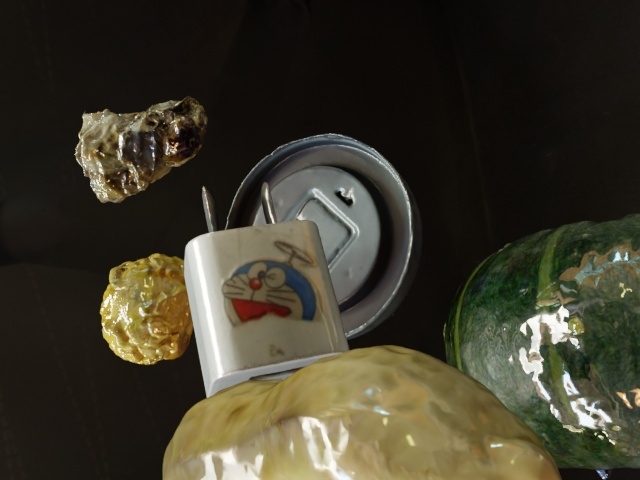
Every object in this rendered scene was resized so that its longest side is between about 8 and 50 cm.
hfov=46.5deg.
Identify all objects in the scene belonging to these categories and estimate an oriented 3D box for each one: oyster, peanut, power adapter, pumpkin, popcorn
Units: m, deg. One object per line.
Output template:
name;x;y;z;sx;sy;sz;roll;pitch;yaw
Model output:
oyster;-0.285;-0.161;1.242;0.232;0.107;0.162;-33;130;-18
peanut;0.006;0.111;0.366;0.103;0.229;0.098;38;51;-28
power adapter;-0.063;0.037;0.717;0.130;0.125;0.205;-10;69;-15
pumpkin;0.251;0.091;0.601;0.300;0.300;0.207;-5;80;-4
popcorn;-0.370;0.147;1.618;0.250;0.190;0.250;-5;61;9

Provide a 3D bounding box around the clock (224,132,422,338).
clock;0.000;0.000;1.145;0.325;0.067;0.325;-5;79;27

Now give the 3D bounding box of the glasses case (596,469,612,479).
glasses case;0.452;0.348;1.222;0.033;0.023;0.083;-24;77;-44
